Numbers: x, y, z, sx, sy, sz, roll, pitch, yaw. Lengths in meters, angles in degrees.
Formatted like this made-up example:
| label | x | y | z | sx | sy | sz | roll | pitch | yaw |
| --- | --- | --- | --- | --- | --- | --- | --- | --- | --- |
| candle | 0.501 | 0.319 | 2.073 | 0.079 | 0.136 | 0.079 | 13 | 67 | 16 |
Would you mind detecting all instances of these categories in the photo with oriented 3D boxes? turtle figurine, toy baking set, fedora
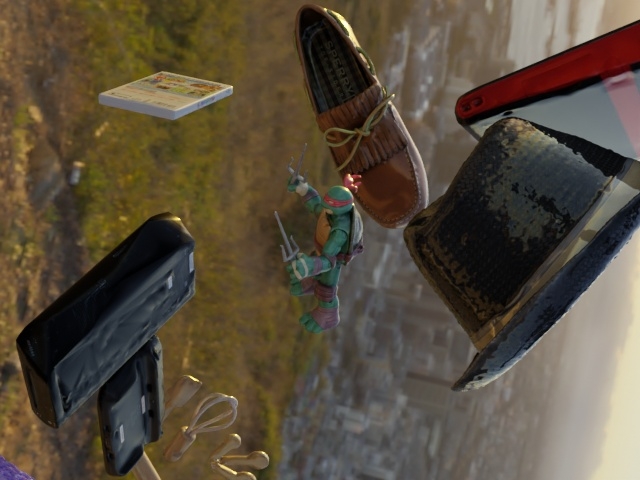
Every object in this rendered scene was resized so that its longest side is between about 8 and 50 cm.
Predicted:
| label | x | y | z | sx | sy | sz | roll | pitch | yaw |
| --- | --- | --- | --- | --- | --- | --- | --- | --- | --- |
| turtle figurine | 0.000 | 0.000 | 1.350 | 0.175 | 0.118 | 0.234 | -83 | 178 | -52 |
| toy baking set | -0.187 | 0.290 | 1.429 | 0.030 | 0.196 | 0.256 | -94 | 161 | -56 |
| fedora | 0.183 | -0.018 | 0.928 | 0.334 | 0.152 | 0.334 | -47 | 173 | -8 |

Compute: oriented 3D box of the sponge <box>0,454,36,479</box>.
| label | x | y | z | sx | sy | sz | roll | pitch | yaw |
| --- | --- | --- | --- | --- | --- | --- | --- | --- | --- |
| sponge | -0.318 | 0.256 | 0.938 | 0.117 | 0.210 | 0.031 | -49 | -171 | 13 |

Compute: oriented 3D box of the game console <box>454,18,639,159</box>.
| label | x | y | z | sx | sy | sz | roll | pitch | yaw |
| --- | --- | --- | --- | --- | --- | --- | --- | --- | --- |
| game console | 0.351 | -0.159 | 1.118 | 0.386 | 0.341 | 0.060 | 20 | 56 | -66 |

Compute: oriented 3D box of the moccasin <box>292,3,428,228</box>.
| label | x | y | z | sx | sy | sz | roll | pitch | yaw |
| --- | --- | --- | --- | --- | --- | --- | --- | --- | --- |
| moccasin | 0.057 | -0.195 | 1.555 | 0.147 | 0.139 | 0.380 | 25 | 47 | -71 |

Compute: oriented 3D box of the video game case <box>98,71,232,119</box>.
| label | x | y | z | sx | sy | sz | roll | pitch | yaw |
| --- | --- | --- | --- | --- | --- | --- | --- | --- | --- |
| video game case | -0.155 | -0.149 | 1.028 | 0.122 | 0.087 | 0.011 | -41 | 141 | -59 |

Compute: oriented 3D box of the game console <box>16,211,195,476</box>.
| label | x | y | z | sx | sy | sz | roll | pitch | yaw |
| --- | --- | --- | --- | --- | --- | --- | --- | --- | --- |
| game console | -0.215 | 0.145 | 1.077 | 0.213 | 0.044 | 0.361 | -46 | 157 | -35 |
